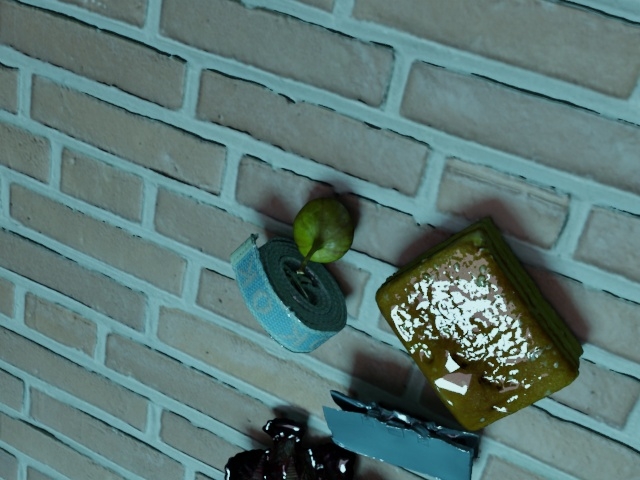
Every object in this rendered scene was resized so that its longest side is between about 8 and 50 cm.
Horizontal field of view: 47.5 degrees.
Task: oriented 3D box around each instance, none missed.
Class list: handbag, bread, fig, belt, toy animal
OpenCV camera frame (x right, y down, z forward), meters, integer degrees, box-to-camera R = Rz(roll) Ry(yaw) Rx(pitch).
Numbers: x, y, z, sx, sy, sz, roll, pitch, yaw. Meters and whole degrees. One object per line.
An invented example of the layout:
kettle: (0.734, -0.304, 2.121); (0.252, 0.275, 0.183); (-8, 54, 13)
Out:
handbag: (0.117, 0.284, 1.053); (0.221, 0.057, 0.144); (16, 151, 19)
bread: (0.204, 0.115, 0.960); (0.184, 0.110, 0.234); (-35, 92, 29)
fig: (0.008, 0.008, 0.984); (0.093, 0.166, 0.093); (-3, 123, -5)
belt: (-0.042, 0.078, 1.041); (0.082, 0.147, 0.163); (-39, 62, 33)
toy animal: (-0.040, 0.384, 1.195); (0.218, 0.116, 0.179); (-10, 136, 9)
